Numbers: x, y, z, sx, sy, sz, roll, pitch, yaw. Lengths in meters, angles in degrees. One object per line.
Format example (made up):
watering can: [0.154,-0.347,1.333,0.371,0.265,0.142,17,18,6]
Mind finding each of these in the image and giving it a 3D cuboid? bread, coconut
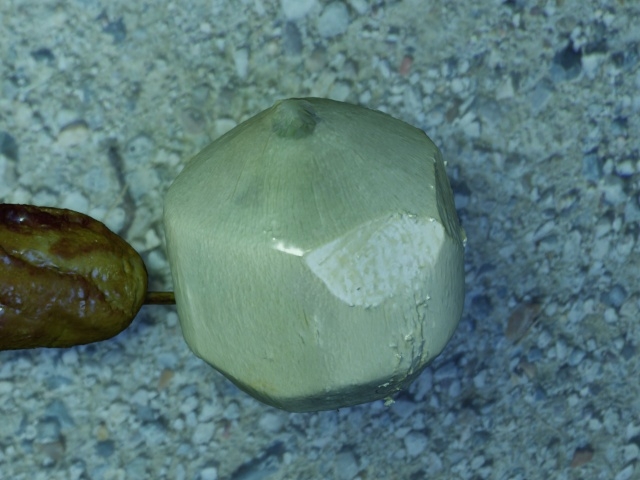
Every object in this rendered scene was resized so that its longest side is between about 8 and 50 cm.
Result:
bread: [-0.250,0.035,1.568,0.344,0.084,0.124,5,109,-36]
coconut: [0.000,0.000,1.617,0.245,0.245,0.247,-22,130,-24]
